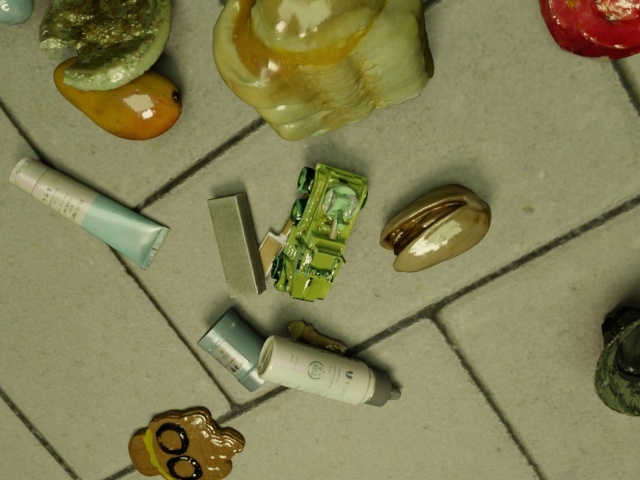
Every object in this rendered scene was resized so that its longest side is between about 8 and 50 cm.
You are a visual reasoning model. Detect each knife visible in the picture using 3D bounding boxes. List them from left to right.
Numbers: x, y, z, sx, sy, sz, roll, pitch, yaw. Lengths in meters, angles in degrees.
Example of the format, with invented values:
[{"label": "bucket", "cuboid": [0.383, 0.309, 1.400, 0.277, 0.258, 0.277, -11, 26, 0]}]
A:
[{"label": "knife", "cuboid": [-0.088, 0.000, 0.983, 0.046, 0.022, 0.256, 34, 111, 1]}]

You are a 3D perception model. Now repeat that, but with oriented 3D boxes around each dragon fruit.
[{"label": "dragon fruit", "cuboid": [0.468, -0.365, 0.750, 0.262, 0.163, 0.189, 12, 135, 3]}]

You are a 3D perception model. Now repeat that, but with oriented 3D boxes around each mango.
[{"label": "mango", "cuboid": [-0.376, -0.263, 0.896, 0.253, 0.113, 0.138, 18, 121, 7]}]

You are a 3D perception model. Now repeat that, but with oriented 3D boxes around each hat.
[{"label": "hat", "cuboid": [0.598, 0.191, 0.895, 0.266, 0.128, 0.265, 0, 119, -1]}]

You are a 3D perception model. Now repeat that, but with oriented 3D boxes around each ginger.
[{"label": "ginger", "cuboid": [-0.014, 0.214, 1.026, 0.137, 0.044, 0.057, 27, 80, -3]}]

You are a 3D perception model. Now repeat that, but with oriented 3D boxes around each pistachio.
[{"label": "pistachio", "cuboid": [0.210, -0.019, 0.894, 0.206, 0.131, 0.129, -33, 55, 20]}]

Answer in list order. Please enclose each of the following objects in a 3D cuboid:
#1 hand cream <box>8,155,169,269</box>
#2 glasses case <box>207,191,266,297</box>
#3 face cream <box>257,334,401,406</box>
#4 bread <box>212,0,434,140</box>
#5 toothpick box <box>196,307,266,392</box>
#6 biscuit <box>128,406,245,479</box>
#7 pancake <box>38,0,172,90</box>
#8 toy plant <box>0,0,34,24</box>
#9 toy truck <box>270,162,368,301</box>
[{"label": "hand cream", "cuboid": [-0.470, -0.064, 1.003, 0.312, 0.070, 0.111, 33, 106, -11]}, {"label": "glasses case", "cuboid": [-0.164, 0.010, 0.973, 0.071, 0.047, 0.204, -8, 101, 21]}, {"label": "face cream", "cuboid": [0.030, 0.277, 0.987, 0.311, 0.092, 0.092, 22, 109, -18]}, {"label": "bread", "cuboid": [-0.002, -0.310, 0.726, 0.301, 0.341, 0.210, -25, 79, 17]}, {"label": "toothpick box", "cuboid": [-0.169, 0.229, 1.019, 0.153, 0.101, 0.101, 43, 107, -5]}, {"label": "biscuit", "cuboid": [-0.319, 0.500, 1.150, 0.290, 0.041, 0.208, -13, 105, 11]}, {"label": "pancake", "cuboid": [-0.370, -0.378, 0.844, 0.254, 0.037, 0.253, -2, 75, 8]}, {"label": "toy plant", "cuboid": [-0.601, -0.510, 0.800, 0.247, 0.247, 0.332, -34, 103, 15]}, {"label": "toy truck", "cuboid": [-0.002, 0.001, 0.898, 0.128, 0.135, 0.259, 15, 114, -19]}]
